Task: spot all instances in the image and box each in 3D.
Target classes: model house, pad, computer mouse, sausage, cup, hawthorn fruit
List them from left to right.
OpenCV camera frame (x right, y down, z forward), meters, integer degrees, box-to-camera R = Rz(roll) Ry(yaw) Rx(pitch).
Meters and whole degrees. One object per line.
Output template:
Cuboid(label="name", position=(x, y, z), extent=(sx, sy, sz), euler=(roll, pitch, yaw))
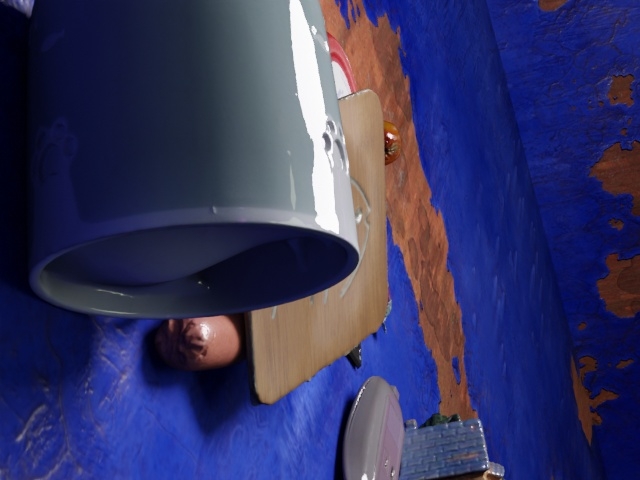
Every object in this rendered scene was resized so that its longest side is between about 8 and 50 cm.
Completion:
Cuboid(label="cup", position=(-0.120, -0.084, 1.111), extent=(0.357, 0.259, 0.275), euler=(122, -35, -69))
Cuboid(label="sausage", position=(-0.110, 0.096, 1.271), extent=(0.154, 0.062, 0.062), euler=(6, 74, -72))
Cuboid(label="pad", position=(0.000, 0.000, 1.367), extent=(0.284, 0.018, 0.287), euler=(-28, 122, -54))
Cuboid(label="computer mouse", position=(0.066, 0.287, 1.719), extent=(0.232, 0.057, 0.120), euler=(-78, 152, -45))
Cuboid(label="hawthorn fruit", position=(0.095, -0.156, 2.046), extent=(0.077, 0.077, 0.077), euler=(-11, 90, -72))
Cuboid(label="model house", position=(0.189, 0.331, 1.922), extent=(0.183, 0.166, 0.172), euler=(-57, 131, -81))

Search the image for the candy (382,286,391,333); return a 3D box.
Cuboid(label="candy", position=(0.077, 0.057, 1.915), extent=(0.045, 0.043, 0.175), euler=(-44, 126, -66))

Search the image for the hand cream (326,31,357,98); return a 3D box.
Cuboid(label="hand cream", position=(-0.039, -0.124, 1.489), extent=(0.230, 0.149, 0.230), euler=(-10, 90, -75))

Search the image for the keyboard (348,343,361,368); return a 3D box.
Cuboid(label="keyboard", position=(0.020, 0.098, 1.759), extent=(0.202, 0.011, 0.067), euler=(58, 25, -49))
